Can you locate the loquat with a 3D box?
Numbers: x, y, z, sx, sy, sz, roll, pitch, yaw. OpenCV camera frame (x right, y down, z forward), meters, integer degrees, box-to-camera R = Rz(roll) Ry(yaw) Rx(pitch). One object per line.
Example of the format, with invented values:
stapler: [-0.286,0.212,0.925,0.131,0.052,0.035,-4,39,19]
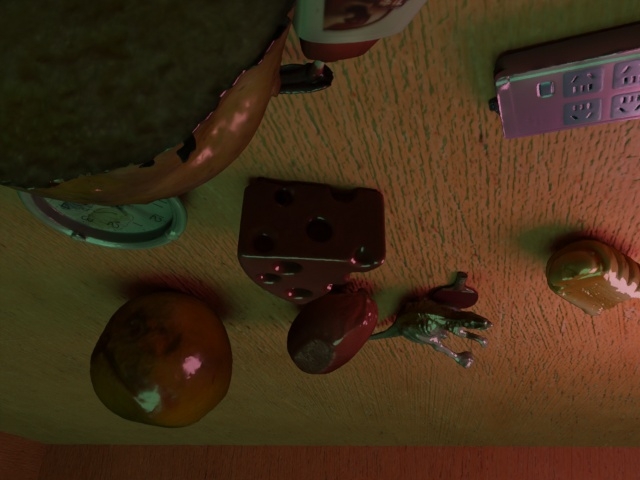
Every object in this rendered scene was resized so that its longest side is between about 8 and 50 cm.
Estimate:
loquat: [-0.301,0.241,1.175,0.276,0.276,0.284,-12,131,26]

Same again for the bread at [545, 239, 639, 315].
bread: [0.440,0.056,0.944,0.177,0.084,0.119,26,143,-33]

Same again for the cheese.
cheese: [-0.019,0.009,0.887,0.202,0.128,0.177,2,153,-6]

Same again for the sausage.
sausage: [0.015,0.181,1.169,0.148,0.148,0.254,11,149,-14]

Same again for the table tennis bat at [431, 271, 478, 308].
table tennis bat: [0.258,0.098,1.120,0.087,0.013,0.156,4,153,7]

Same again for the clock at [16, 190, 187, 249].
clock: [-0.307,-0.064,0.850,0.236,0.053,0.236,2,149,1]

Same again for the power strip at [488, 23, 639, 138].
power strip: [0.314,-0.168,0.604,0.278,0.037,0.109,-7,150,19]

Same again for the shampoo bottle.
shampoo bottle: [0.023,-0.220,0.501,0.153,0.071,0.284,-2,154,-19]

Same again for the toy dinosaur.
toy dinosaur: [0.206,0.181,1.198,0.393,0.092,0.205,-2,153,46]

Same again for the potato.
potato: [-0.157,-0.144,0.525,0.288,0.301,0.237,29,172,11]
